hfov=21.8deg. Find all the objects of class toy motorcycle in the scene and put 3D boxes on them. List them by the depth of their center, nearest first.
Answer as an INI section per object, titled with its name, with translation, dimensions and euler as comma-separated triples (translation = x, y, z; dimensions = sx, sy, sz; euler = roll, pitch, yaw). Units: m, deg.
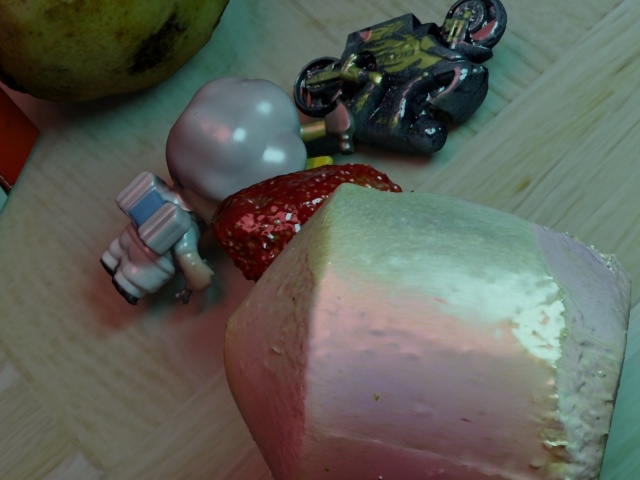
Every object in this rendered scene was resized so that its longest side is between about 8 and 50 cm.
[toy motorcycle]
translation = 0.063, -0.116, 1.303
dimensions = 0.193, 0.061, 0.124
euler = -20, 58, 23

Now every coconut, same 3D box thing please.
[coconut]
translation = 0.061, 0.080, 1.031
dimensions = 0.245, 0.233, 0.233
euler = 11, 59, 12

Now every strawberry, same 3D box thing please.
[strawberry]
translation = 0.005, -0.005, 1.187
dimensions = 0.131, 0.148, 0.131
euler = -44, 22, 23

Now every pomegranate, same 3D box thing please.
[pomegranate]
translation = -0.201, -0.242, 1.424
dimensions = 0.260, 0.260, 0.260
euler = -15, 50, 18

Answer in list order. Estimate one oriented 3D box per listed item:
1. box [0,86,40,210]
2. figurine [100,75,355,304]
[box]
translation = -0.332, -0.036, 1.406
dimensions = 0.035, 0.139, 0.245
euler = 4, 57, 33
[figurine]
translation = -0.085, -0.048, 1.288
dimensions = 0.229, 0.112, 0.137
euler = -45, 38, 8
